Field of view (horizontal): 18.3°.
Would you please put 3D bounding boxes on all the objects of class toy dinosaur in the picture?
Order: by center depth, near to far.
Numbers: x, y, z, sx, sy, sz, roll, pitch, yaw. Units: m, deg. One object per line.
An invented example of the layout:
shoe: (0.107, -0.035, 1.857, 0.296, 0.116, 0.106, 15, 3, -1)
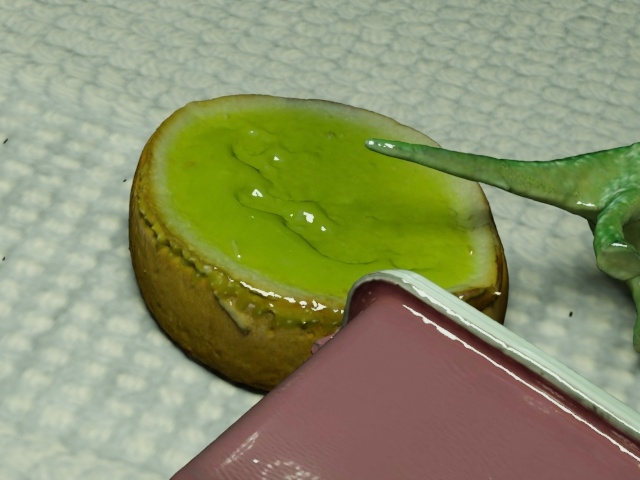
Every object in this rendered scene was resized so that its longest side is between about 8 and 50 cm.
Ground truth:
toy dinosaur: (0.226, -0.055, 1.232, 0.447, 0.087, 0.300, 25, 43, -22)

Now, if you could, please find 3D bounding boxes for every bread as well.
bread: (0.000, 0.000, 1.145, 0.236, 0.070, 0.236, 9, 35, -7)

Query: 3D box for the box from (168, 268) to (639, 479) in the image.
box: (0.068, 0.170, 0.843, 0.294, 0.193, 0.167, 33, 46, 25)
